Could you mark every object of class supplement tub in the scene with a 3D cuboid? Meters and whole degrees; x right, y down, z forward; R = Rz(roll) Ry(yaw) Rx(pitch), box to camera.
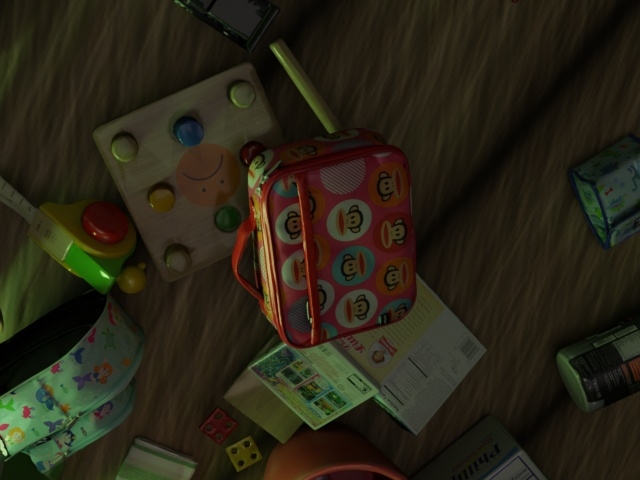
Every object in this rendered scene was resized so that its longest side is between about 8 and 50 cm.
[{"bbox_3d":[0.502,0.200,1.662,0.190,0.117,0.117,-23,107,-4],"label":"supplement tub"}]

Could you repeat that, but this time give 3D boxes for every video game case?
[{"bbox_3d":[-0.010,0.211,1.544,0.143,0.019,0.157,-36,109,29],"label":"video game case"}]

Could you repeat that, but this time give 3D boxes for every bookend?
[{"bbox_3d":[-0.147,-0.339,1.392,0.156,0.157,0.072,32,96,-16],"label":"bookend"}]

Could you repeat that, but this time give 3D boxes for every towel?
[{"bbox_3d":[-0.281,0.402,1.629,0.113,0.023,0.152,25,101,-13],"label":"towel"}]

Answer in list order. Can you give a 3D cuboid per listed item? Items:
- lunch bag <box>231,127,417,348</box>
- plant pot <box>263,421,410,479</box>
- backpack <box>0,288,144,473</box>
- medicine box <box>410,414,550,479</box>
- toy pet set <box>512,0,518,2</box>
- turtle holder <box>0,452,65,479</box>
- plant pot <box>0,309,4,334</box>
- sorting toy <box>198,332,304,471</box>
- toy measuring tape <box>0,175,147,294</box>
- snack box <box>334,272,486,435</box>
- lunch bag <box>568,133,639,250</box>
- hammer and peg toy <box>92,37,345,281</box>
[{"bbox_3d":[0.000,0.000,1.407,0.258,0.120,0.293,-14,118,-15],"label":"lunch bag"},{"bbox_3d":[0.019,0.422,1.567,0.274,0.243,0.275,-3,105,-10],"label":"plant pot"},{"bbox_3d":[-0.371,0.194,1.451,0.253,0.225,0.191,-39,110,5],"label":"backpack"},{"bbox_3d":[0.293,0.495,1.683,0.263,0.149,0.289,-40,107,2],"label":"medicine box"},{"bbox_3d":[0.289,-0.434,1.492,0.114,0.065,0.122,25,98,-15],"label":"toy pet set"},{"bbox_3d":[-0.503,0.418,1.505,0.227,0.243,0.320,-37,148,16],"label":"turtle holder"},{"bbox_3d":[-0.583,0.117,1.414,0.212,0.187,0.212,35,97,-16],"label":"plant pot"},{"bbox_3d":[-0.074,0.240,1.604,0.132,0.046,0.274,40,90,-16],"label":"sorting toy"},{"bbox_3d":[-0.377,-0.043,1.469,0.330,0.121,0.121,41,95,4],"label":"toy measuring tape"},{"bbox_3d":[0.098,0.134,1.582,0.187,0.060,0.322,-47,107,-13],"label":"snack box"},{"bbox_3d":[0.491,-0.071,1.609,0.128,0.096,0.151,-29,121,-4],"label":"lunch bag"},{"bbox_3d":[-0.121,-0.128,1.467,0.361,0.127,0.266,-26,107,-6],"label":"hammer and peg toy"}]
